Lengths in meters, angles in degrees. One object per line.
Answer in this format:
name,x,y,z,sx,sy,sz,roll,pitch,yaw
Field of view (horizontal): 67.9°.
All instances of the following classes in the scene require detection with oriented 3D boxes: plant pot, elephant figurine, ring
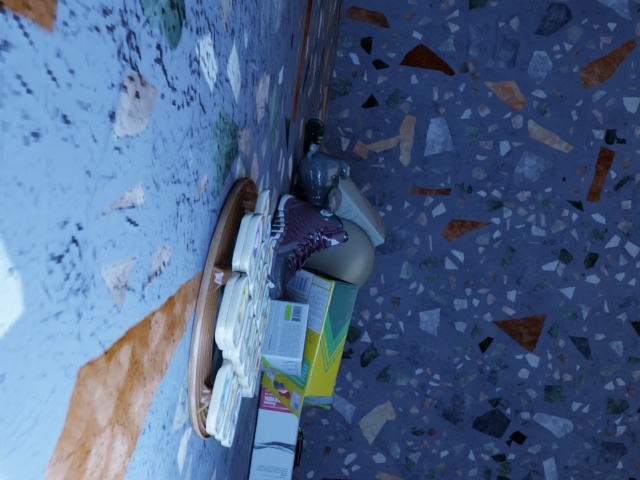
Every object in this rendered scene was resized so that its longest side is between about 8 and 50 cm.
plant pot,0.016,0.093,1.499,0.191,0.284,0.284,-62,163,-55
elephant figurine,-0.002,-0.113,1.324,0.169,0.186,0.239,-10,-110,57
ring,-0.108,0.085,0.631,0.336,0.032,0.336,9,90,-89

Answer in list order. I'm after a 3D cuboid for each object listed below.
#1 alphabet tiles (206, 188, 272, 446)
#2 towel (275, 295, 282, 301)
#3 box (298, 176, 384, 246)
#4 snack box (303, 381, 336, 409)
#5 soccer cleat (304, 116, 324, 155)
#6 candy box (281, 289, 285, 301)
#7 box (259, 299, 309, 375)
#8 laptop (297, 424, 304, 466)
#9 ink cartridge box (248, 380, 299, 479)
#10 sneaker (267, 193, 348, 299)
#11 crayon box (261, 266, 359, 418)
alphabet tiles,-0.084,0.093,0.571,0.284,0.021,0.278,96,2,-61
towel,-0.103,0.082,1.147,0.197,0.029,0.144,94,6,-73
box,0.072,-0.103,1.568,0.311,0.148,0.121,49,29,-29
snack box,-0.059,0.464,1.523,0.174,0.207,0.070,99,0,-49
soccer cleat,-0.023,-0.322,1.533,0.179,0.060,0.072,103,-2,-62
candy box,-0.115,0.205,1.431,0.105,0.027,0.205,90,7,-70
box,-0.083,0.209,0.995,0.203,0.103,0.114,96,1,-66
laptop,-0.195,0.758,1.730,0.382,0.236,0.408,98,-28,-50
ink cartridge box,-0.116,0.512,1.326,0.197,0.114,0.272,-83,180,-89
sneaker,-0.025,0.009,0.986,0.106,0.163,0.281,97,1,-46
crayon box,-0.032,0.238,1.170,0.203,0.083,0.322,16,-88,56
